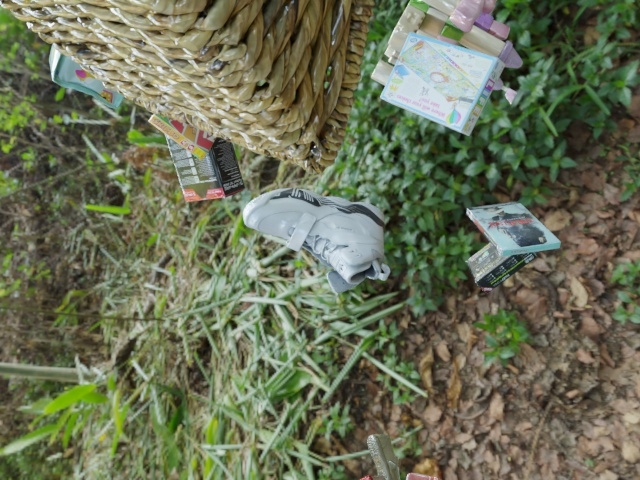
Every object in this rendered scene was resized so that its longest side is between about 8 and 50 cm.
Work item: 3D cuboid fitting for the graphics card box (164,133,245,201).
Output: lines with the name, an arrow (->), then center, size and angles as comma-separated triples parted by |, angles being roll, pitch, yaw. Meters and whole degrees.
graphics card box -> -0.381, -0.313, 1.684 | 0.233, 0.094, 0.370 | -1, 110, 46

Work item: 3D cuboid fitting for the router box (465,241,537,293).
router box -> 0.353, 0.036, 1.067 | 0.122, 0.038, 0.092 | -41, 18, 20

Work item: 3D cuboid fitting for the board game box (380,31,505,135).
board game box -> 0.166, -0.223, 0.764 | 0.154, 0.026, 0.103 | 36, 107, 38

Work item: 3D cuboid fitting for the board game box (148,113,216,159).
board game box -> -0.246, -0.294, 1.136 | 0.039, 0.124, 0.259 | -33, 29, 41

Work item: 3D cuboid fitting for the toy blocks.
toy blocks -> 0.291, -0.413, 1.095 | 0.288, 0.260, 0.309 | -64, 2, -31

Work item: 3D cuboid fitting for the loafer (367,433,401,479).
loafer -> 0.145, 0.470, 1.121 | 0.056, 0.050, 0.148 | -39, 66, 64

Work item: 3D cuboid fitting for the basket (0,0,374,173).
basket -> -0.098, -0.221, 0.407 | 0.299, 0.223, 0.213 | 24, 82, 33

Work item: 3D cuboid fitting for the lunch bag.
lunch bag -> -0.424, -0.422, 1.064 | 0.262, 0.160, 0.223 | -62, 35, 14

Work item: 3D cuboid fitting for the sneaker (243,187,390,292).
sneaker -> 0.000, 0.000, 1.298 | 0.137, 0.366, 0.210 | 116, 153, -45

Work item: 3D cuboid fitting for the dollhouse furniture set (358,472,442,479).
dollhouse furniture set -> 0.183, 0.540, 0.858 | 0.201, 0.152, 0.374 | -31, 59, 8

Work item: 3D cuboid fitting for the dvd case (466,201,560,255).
dvd case -> 0.276, -0.019, 0.788 | 0.119, 0.087, 0.013 | -109, 13, -57
